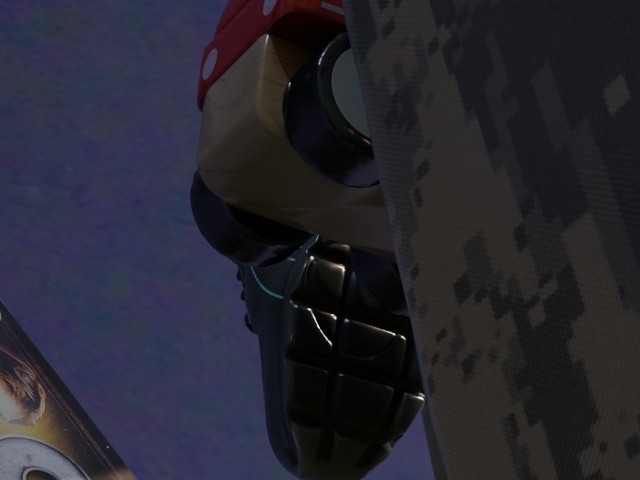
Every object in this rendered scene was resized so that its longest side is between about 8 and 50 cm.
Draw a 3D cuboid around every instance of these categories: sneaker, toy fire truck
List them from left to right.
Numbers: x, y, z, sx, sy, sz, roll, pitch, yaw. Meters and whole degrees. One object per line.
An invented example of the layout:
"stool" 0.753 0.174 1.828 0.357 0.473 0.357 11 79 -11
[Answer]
"sneaker" 0.000 0.000 0.968 0.101 0.106 0.267 21 -118 -35
"toy fire truck" 0.075 -0.105 0.823 0.217 0.158 0.246 19 -121 -22

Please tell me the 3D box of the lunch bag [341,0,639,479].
"lunch bag" 0.169 -0.007 0.382 0.256 0.212 0.305 -1 -119 -27

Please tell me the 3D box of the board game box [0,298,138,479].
"board game box" -0.100 0.087 0.441 0.165 0.243 0.042 -1 -47 -54
